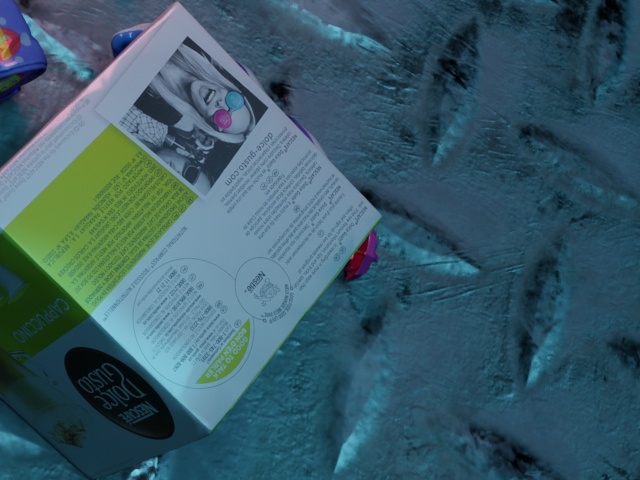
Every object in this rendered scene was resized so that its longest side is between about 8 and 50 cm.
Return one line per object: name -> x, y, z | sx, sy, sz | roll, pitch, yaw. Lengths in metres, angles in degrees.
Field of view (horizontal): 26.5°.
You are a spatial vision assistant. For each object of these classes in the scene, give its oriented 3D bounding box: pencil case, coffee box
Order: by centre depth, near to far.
coffee box -> -0.208, 0.017, 1.510 | 0.334, 0.337, 0.338 | 45, 57, -10
pencil case -> -0.434, -0.301, 1.616 | 0.119, 0.133, 0.306 | -25, 86, -12

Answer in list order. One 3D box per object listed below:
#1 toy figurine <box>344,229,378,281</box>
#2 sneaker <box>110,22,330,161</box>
toy figurine -> 0.000, 0.000, 1.797 | 0.159, 0.130, 0.173 | -5, 51, -45
sneaker -> -0.142, -0.142, 1.648 | 0.236, 0.130, 0.323 | 17, 30, -45
